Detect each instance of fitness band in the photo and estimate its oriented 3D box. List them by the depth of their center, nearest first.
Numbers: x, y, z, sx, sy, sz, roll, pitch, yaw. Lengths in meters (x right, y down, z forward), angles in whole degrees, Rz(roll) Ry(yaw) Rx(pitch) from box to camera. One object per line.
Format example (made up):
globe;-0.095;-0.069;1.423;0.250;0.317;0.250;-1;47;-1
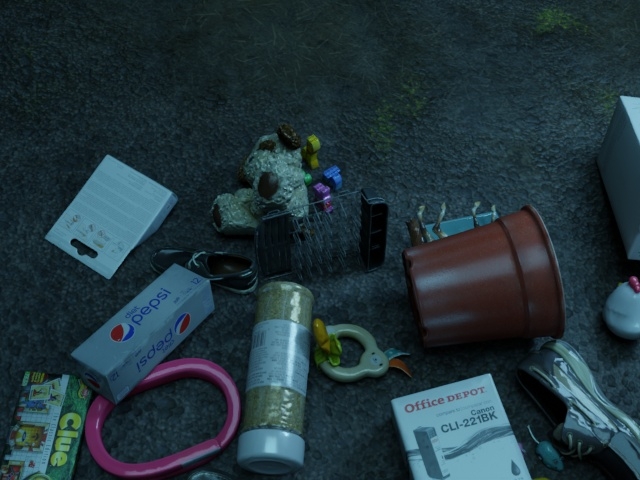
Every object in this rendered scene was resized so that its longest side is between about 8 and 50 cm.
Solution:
fitness band;-0.291;0.335;1.471;0.291;0.054;0.209;-17;57;-16

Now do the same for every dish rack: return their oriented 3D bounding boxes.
dish rack;0.000;0.000;1.620;0.272;0.208;0.074;-15;48;-13

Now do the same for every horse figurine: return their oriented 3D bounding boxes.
horse figurine;0.303;0.004;1.704;0.263;0.066;0.174;0;79;-15

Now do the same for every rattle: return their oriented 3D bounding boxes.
rattle;0.089;0.204;1.533;0.200;0.142;0.130;14;39;12

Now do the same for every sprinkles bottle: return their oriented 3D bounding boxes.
sprinkles bottle;-0.081;0.255;1.492;0.121;0.121;0.355;5;57;-1

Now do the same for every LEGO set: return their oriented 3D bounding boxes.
LEGO set;-0.022;-0.179;1.793;0.087;0.093;0.227;-34;65;-23

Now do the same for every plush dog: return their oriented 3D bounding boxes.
plush dog;-0.097;-0.132;1.707;0.211;0.262;0.225;15;61;-34

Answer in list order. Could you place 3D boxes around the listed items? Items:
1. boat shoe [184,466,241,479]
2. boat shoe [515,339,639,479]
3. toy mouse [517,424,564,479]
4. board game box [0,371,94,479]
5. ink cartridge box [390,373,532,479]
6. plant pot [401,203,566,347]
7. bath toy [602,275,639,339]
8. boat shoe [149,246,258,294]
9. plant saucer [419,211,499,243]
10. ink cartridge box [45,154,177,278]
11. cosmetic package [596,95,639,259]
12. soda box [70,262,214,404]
boat shoe;-0.110;0.504;1.344;0.335;0.095;0.112;40;63;20
boat shoe;0.492;0.355;1.473;0.130;0.132;0.355;-21;52;-15
toy mouse;0.402;0.412;1.480;0.161;0.031;0.143;7;57;1
board game box;-0.507;0.370;1.444;0.136;0.030;0.259;6;57;-3
ink cartridge box;0.256;0.401;1.414;0.197;0.114;0.272;-15;58;-3
plant pot;0.309;0.088;1.552;0.265;0.272;0.272;-12;58;2
bath toy;0.758;0.116;1.641;0.348;0.129;0.151;-6;24;-9
boat shoe;-0.245;0.047;1.642;0.233;0.079;0.084;12;59;5
plant saucer;0.321;-0.024;1.764;0.192;0.018;0.067;-11;59;-12
ink cartridge box;-0.455;-0.050;1.717;0.189;0.066;0.232;30;81;14
cosmetic package;0.729;-0.138;1.709;0.155;0.197;0.365;6;41;0
soda box;-0.335;0.173;1.512;0.098;0.091;0.286;23;49;26
